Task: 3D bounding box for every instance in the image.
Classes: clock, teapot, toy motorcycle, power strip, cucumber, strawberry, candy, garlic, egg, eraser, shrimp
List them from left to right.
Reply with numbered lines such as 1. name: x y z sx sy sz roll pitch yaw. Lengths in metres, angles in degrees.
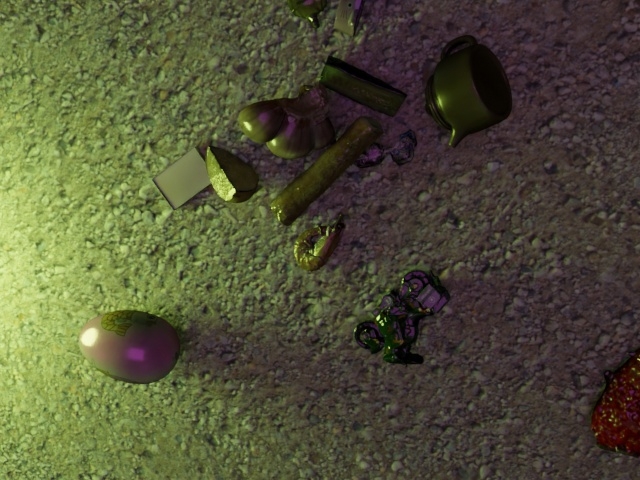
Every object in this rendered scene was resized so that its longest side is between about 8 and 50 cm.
1. egg: -0.508 0.282 1.707 0.271 0.196 0.196 -1 101 5
2. eraser: -0.354 -0.162 1.681 0.150 0.023 0.104 -34 95 13
3. garlic: -0.074 -0.268 1.526 0.214 0.191 0.160 -29 91 -17
4. power strip: -0.070 -0.688 1.509 0.092 0.066 0.387 -17 99 14
5. shrimp: 0.000 0.000 1.659 0.099 0.041 0.180 43 106 13
6. clock: 0.075 -0.557 1.490 0.050 0.110 0.152 17 103 2
7. cucumber: 0.104 -0.375 1.554 0.211 0.062 0.078 22 138 -2
8. candy: 0.126 -0.219 1.586 0.226 0.051 0.094 -10 92 10
9. toy motorcycle: 0.223 0.206 1.622 0.187 0.125 0.274 42 104 8
10. teapot: 0.317 -0.344 1.476 0.175 0.186 0.267 -17 66 40
11. strawberry: 0.799 0.399 1.568 0.234 0.138 0.306 8 104 8

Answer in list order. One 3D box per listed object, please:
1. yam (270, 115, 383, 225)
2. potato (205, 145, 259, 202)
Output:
1. yam: 0.010 -0.170 1.566 0.081 0.081 0.357 46 116 -3
2. potato: -0.229 -0.155 1.641 0.172 0.101 0.089 52 132 27
